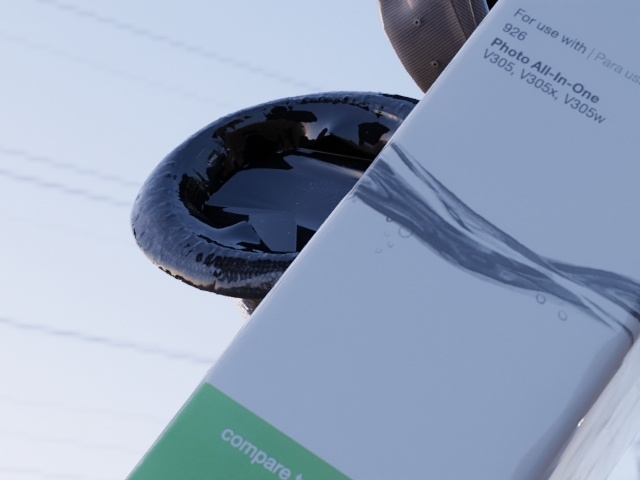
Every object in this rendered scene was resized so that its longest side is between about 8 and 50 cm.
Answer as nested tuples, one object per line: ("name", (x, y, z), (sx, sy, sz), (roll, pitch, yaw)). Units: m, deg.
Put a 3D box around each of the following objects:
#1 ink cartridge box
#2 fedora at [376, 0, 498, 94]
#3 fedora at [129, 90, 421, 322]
("ink cartridge box", (0.056, 0.060, 0.649), (0.121, 0.289, 0.211), (32, -19, 18))
("fedora", (0.131, -0.252, 1.696), (0.124, 0.244, 0.275), (-15, -59, 18))
("fedora", (0.000, 0.000, 1.425), (0.334, 0.334, 0.152), (-8, -57, 13))
